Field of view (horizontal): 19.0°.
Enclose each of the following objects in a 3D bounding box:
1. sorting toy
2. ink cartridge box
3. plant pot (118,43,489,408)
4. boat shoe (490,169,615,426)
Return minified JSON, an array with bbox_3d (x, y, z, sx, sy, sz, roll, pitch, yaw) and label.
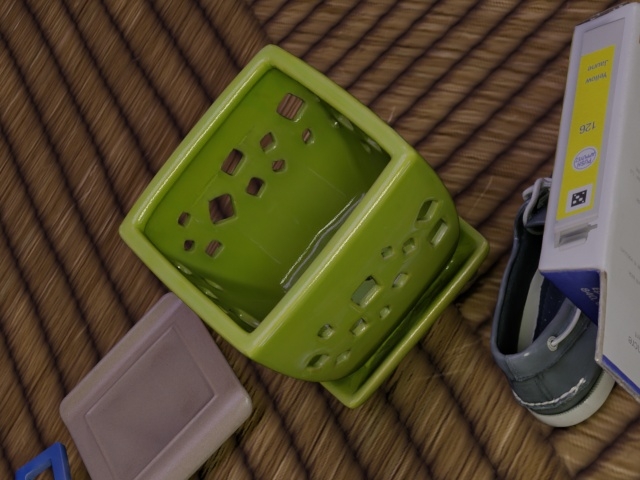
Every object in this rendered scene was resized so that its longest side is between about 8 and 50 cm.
[{"bbox_3d":[-0.156,0.168,1.872,0.348,0.047,0.196,-46,41,7],"label":"sorting toy"},{"bbox_3d":[0.264,0.043,1.312,0.072,0.303,0.307,-19,42,38],"label":"ink cartridge box"},{"bbox_3d":[0.000,0.000,1.697,0.227,0.207,0.228,-50,47,1],"label":"plant pot"},{"bbox_3d":[0.216,-0.007,1.590,0.116,0.099,0.319,-6,56,43],"label":"boat shoe"}]
